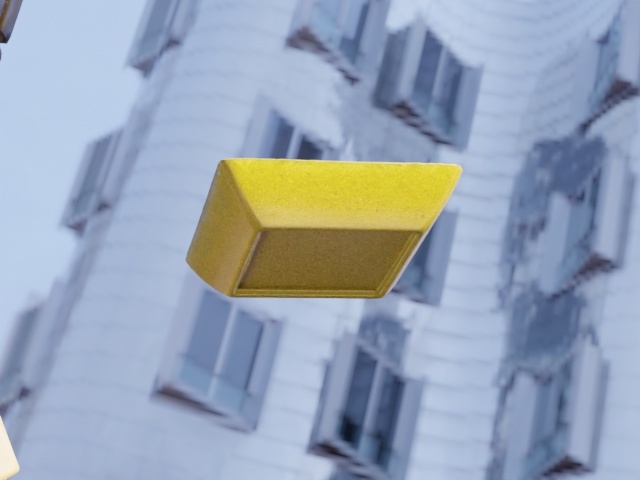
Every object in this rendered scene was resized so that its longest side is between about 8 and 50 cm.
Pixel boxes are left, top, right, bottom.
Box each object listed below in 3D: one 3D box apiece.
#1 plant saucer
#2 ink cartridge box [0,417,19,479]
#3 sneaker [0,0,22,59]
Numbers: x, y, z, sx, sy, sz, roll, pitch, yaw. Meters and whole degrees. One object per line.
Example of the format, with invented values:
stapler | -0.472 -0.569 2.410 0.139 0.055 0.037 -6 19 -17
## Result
plant saucer | 0.000 0.000 1.317 0.188 0.045 0.188 1 -25 -13
ink cartridge box | -0.300 0.144 1.125 0.061 0.181 0.104 -17 -86 39
sneaker | -0.134 -0.145 0.323 0.124 0.107 0.283 16 -50 10
